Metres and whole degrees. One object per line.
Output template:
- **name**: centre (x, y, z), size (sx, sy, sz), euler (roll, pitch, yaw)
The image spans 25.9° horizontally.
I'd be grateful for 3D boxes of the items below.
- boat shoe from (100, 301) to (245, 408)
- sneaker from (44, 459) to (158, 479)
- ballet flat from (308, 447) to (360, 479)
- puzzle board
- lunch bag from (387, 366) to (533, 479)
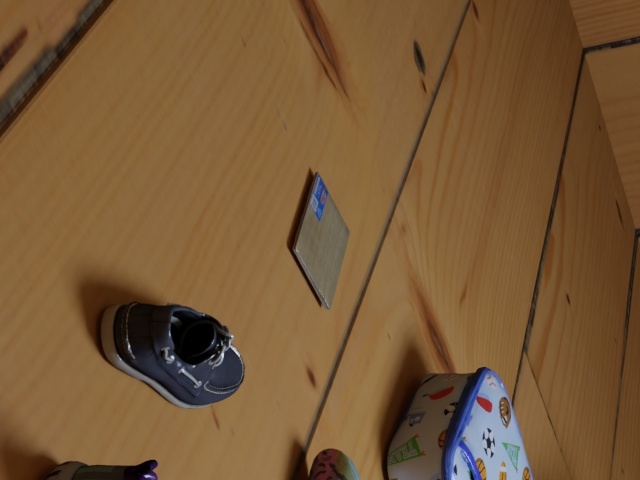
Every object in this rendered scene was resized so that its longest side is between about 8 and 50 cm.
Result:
- **boat shoe**: centre (-0.107, 0.098, 1.190), size (0.206, 0.064, 0.075), euler (34, 50, -60)
- **sneaker**: centre (-0.130, 0.264, 1.031), size (0.083, 0.098, 0.224), euler (-56, 132, -58)
- **ballet flat**: centre (0.010, 0.320, 1.382), size (0.079, 0.076, 0.222), euler (0, 81, -47)
- **puzzle board**: centre (0.000, 0.000, 1.548), size (0.128, 0.011, 0.096), euler (-75, 146, -45)
- **lunch bag**: centre (0.186, 0.329, 1.726), size (0.303, 0.114, 0.243), euler (68, 28, -24)
